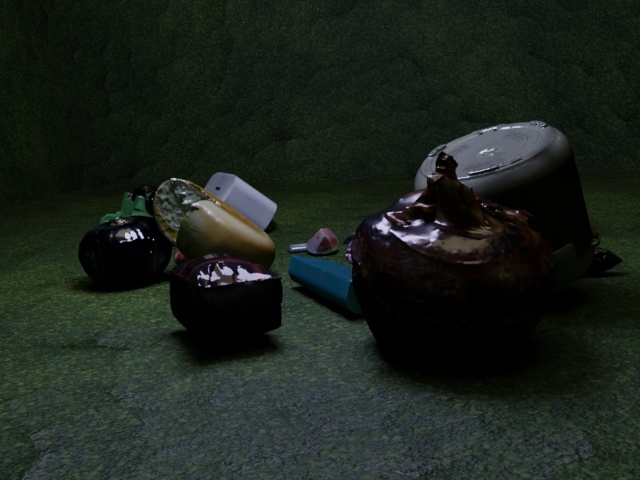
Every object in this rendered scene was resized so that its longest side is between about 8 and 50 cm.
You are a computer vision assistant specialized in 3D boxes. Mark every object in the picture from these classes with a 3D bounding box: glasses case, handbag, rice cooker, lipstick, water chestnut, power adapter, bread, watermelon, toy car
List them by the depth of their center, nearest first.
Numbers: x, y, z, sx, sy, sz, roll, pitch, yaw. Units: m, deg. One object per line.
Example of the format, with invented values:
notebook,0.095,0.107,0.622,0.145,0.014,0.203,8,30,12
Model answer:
water chestnut,0.210,0.018,1.117,0.335,0.347,0.335,-1,22,1
handbag,-0.170,0.101,1.253,0.169,0.155,0.215,-1,7,-24
rice cooker,0.368,-0.041,1.396,0.335,0.325,0.335,-19,21,8
glasses case,0.039,0.093,1.468,0.117,0.070,0.301,9,3,-25
bread,-0.260,-0.012,1.686,0.333,0.160,0.333,35,4,-3
lipstick,-0.334,0.054,1.848,0.130,0.038,0.038,5,14,37
watermelon,0.001,0.002,1.930,0.092,0.072,0.084,-1,5,11
toy car,-0.490,-0.072,2.184,0.358,0.176,0.213,18,-2,-32
power adapter,-0.252,-0.112,2.320,0.255,0.124,0.187,34,-10,-33

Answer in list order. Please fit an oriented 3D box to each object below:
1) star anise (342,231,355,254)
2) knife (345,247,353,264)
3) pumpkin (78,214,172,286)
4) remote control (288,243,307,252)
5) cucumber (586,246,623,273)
star anise,0.156,0.003,1.897,0.180,0.061,0.204,-9,12,-26
knife,0.107,0.055,1.500,0.132,0.038,0.398,28,-1,0
pumpkin,-0.483,0.025,1.724,0.233,0.163,0.233,-6,11,1
remote control,-0.030,0.019,1.986,0.124,0.018,0.053,-5,12,-6
cucumber,0.524,0.042,1.556,0.300,0.072,0.072,-1,11,14
